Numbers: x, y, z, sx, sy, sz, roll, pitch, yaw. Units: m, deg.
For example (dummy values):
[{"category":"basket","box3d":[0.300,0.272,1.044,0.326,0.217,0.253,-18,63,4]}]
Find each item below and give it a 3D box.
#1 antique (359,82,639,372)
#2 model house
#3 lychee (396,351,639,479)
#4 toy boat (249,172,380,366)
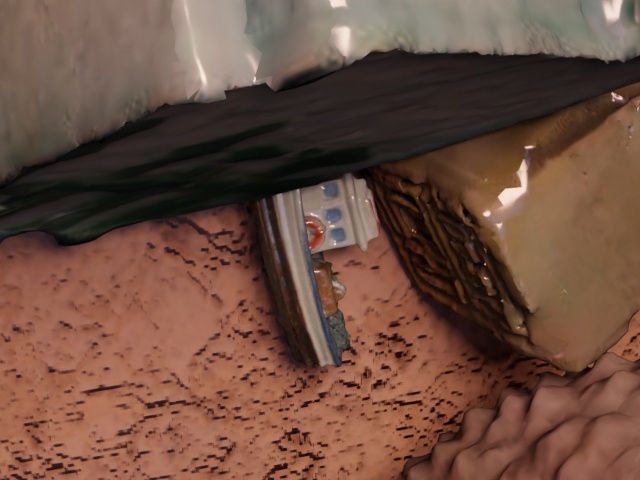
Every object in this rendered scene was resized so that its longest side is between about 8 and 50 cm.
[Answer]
[{"category":"antique","box3d":[0.175,-0.069,0.736,0.284,0.150,0.125,-33,117,-11]},{"category":"model house","box3d":[-0.056,-0.186,0.578,0.251,0.294,0.329,-13,88,-46]},{"category":"lychee","box3d":[0.183,0.251,0.712,0.380,0.380,0.432,-51,134,5]},{"category":"toy boat","box3d":[0.000,0.000,0.741,0.066,0.059,0.140,-14,109,5]}]
